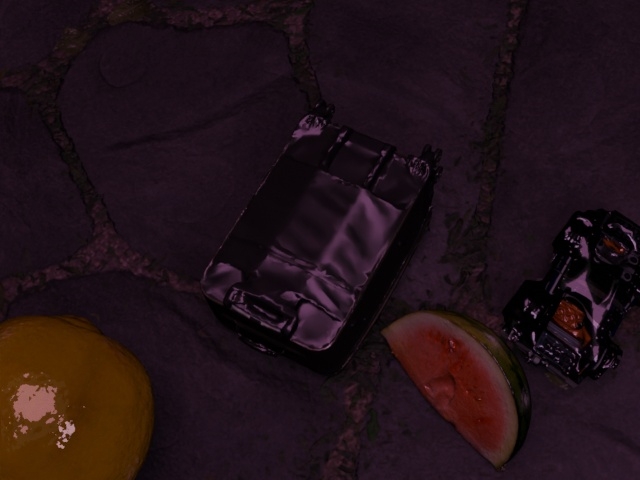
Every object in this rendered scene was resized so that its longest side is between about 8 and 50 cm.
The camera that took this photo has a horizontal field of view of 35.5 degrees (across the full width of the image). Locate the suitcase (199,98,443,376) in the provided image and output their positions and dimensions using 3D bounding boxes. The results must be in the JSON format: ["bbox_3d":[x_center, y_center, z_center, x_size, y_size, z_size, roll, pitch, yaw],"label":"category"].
[{"bbox_3d":[0.000,0.000,1.672,0.283,0.194,0.434,25,69,18],"label":"suitcase"}]

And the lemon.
[{"bbox_3d":[-0.414,0.279,1.512,0.348,0.348,0.348,-3,63,5],"label":"lemon"}]

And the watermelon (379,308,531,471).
[{"bbox_3d":[0.252,0.198,1.613,0.128,0.159,0.303,-16,56,-46],"label":"watermelon"}]

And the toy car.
[{"bbox_3d":[0.434,0.086,1.623,0.193,0.118,0.301,35,70,9],"label":"toy car"}]
